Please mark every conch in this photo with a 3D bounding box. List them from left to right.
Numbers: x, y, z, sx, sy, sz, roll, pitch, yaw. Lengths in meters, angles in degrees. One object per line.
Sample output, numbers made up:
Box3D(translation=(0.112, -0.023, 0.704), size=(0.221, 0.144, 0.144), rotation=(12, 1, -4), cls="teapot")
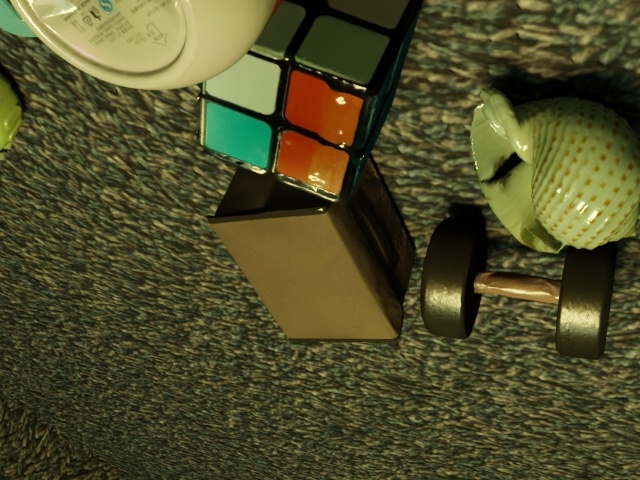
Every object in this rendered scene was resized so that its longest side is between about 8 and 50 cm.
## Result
Box3D(translation=(0.253, -0.082, 0.840), size=(0.200, 0.131, 0.172), rotation=(64, 170, 8), cls="conch")

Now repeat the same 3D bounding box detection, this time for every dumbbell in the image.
Box3D(translation=(0.246, 0.058, 1.005), size=(0.218, 0.152, 0.152), rotation=(8, 142, 21), cls="dumbbell")

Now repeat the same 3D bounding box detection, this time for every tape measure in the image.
Box3D(translation=(-0.515, -0.192, 1.151), size=(0.200, 0.106, 0.175), rotation=(39, 146, -24), cls="tape measure")

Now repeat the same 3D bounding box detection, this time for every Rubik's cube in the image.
Box3D(translation=(-0.014, -0.173, 0.837), size=(0.180, 0.167, 0.183), rotation=(20, 144, 7), cls="Rubik's cube")

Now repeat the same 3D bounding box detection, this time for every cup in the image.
Box3D(translation=(-0.096, -0.275, 0.617), size=(0.212, 0.317, 0.212), rotation=(16, 144, 12), cls="cup")

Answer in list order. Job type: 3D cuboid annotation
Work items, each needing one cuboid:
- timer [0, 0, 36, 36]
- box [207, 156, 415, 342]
Box3D(translation=(-0.276, -0.318, 0.806), size=(0.232, 0.091, 0.250), rotation=(-15, 138, 13), cls="timer")
Box3D(translation=(0.000, 0.000, 1.073), size=(0.188, 0.153, 0.252), rotation=(-4, 136, 32), cls="box")
